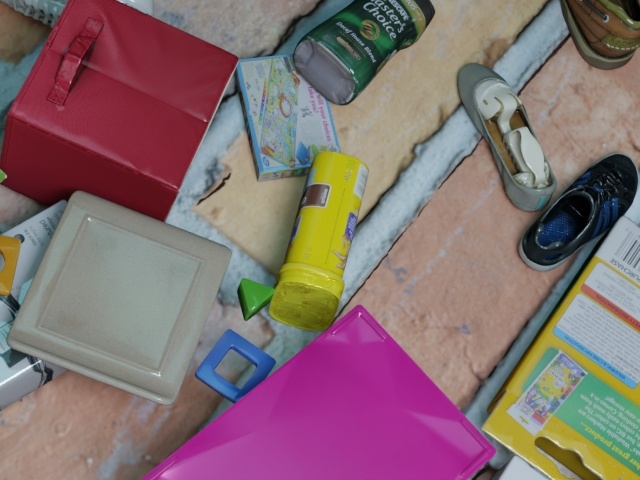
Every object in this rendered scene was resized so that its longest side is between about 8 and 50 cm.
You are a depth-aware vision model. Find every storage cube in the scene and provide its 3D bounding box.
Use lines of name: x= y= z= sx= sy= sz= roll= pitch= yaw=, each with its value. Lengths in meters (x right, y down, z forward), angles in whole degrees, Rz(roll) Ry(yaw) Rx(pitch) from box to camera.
storage cube: x=-0.225 y=-0.131 z=1.484 sx=0.193 sy=0.215 sz=0.183 roll=24 pitch=65 yaw=-6

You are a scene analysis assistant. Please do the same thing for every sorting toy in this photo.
sorting toy: x=-0.208 y=0.061 z=1.398 sx=0.348 sy=0.047 sz=0.196 roll=21 pitch=62 yaw=-3

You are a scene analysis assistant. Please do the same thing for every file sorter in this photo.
file sorter: x=-0.012 y=0.253 z=1.366 sx=0.291 sy=0.182 sz=0.202 roll=-38 pitch=76 yaw=-22

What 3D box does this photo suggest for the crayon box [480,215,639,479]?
crayon box: x=0.333 y=0.156 z=1.517 sx=0.203 sy=0.083 sz=0.323 roll=36 pitch=65 yaw=6

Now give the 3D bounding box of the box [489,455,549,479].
box: x=0.203 y=0.338 z=1.415 sx=0.130 sy=0.091 sz=0.170 roll=35 pitch=67 yaw=7

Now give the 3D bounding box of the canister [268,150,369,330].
canister: x=0.000 y=0.000 z=1.508 sx=0.073 sy=0.126 sz=0.170 roll=16 pitch=63 yaw=-2

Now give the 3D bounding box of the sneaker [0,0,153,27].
sneaker: x=-0.316 y=-0.295 z=1.607 sx=0.235 sy=0.090 sz=0.094 roll=4 pitch=76 yaw=-6

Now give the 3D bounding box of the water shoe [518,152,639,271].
water shoe: x=0.321 y=-0.039 z=1.600 sx=0.073 sy=0.080 sz=0.203 roll=42 pitch=67 yaw=9

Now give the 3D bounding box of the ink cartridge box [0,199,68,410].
ink cartridge box: x=-0.323 y=0.077 z=1.441 sx=0.208 sy=0.087 sz=0.153 roll=-32 pitch=76 yaw=-21

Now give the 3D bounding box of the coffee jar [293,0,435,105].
coffee jar: x=0.057 y=-0.250 z=1.632 sx=0.096 sy=0.079 sz=0.184 roll=43 pitch=56 yaw=1

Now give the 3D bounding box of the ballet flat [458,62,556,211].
ballet flat: x=0.232 y=-0.137 z=1.634 sx=0.072 sy=0.068 sz=0.213 roll=-16 pitch=70 yaw=-15

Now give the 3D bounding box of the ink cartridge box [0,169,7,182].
ink cartridge box: x=-0.496 y=-0.048 z=1.425 sx=0.189 sy=0.097 sz=0.255 roll=44 pitch=86 yaw=10

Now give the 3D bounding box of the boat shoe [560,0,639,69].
boat shoe: x=0.337 y=-0.374 z=1.731 sx=0.111 sy=0.104 sz=0.307 roll=-23 pitch=73 yaw=-17

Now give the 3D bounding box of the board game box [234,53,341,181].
board game box: x=-0.039 y=-0.150 z=1.618 sx=0.103 sy=0.026 sz=0.154 roll=-8 pitch=69 yaw=-12
